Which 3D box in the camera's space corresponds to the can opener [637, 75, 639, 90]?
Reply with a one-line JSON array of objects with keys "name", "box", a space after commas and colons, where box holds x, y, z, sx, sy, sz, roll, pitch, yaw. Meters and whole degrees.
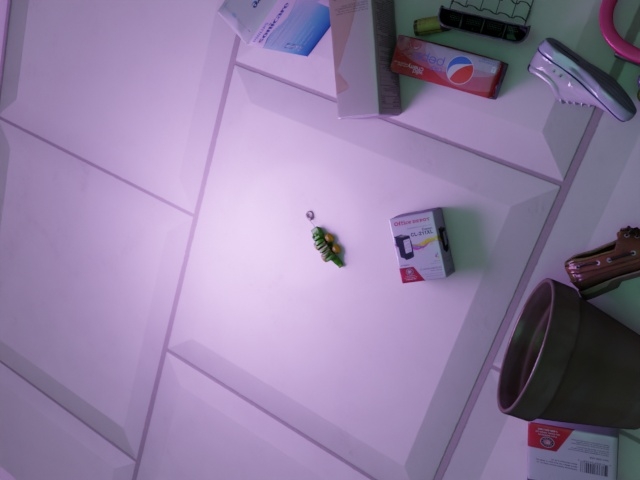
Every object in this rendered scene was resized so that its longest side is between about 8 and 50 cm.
[{"name": "can opener", "box": [0.702, -0.216, 1.326, 0.095, 0.076, 0.283, -13, 108, 43]}]

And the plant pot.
[{"name": "plant pot", "box": [0.583, 0.278, 1.409, 0.280, 0.323, 0.323, 20, 109, 8]}]

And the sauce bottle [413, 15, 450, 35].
[{"name": "sauce bottle", "box": [0.291, -0.525, 1.543, 0.128, 0.042, 0.042, -1, 99, 22]}]

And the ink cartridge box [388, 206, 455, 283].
[{"name": "ink cartridge box", "box": [0.261, 0.013, 1.646, 0.127, 0.072, 0.175, -11, 95, 31]}]

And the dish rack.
[{"name": "dish rack", "box": [0.401, -0.598, 1.434, 0.208, 0.074, 0.271, 18, 107, 13]}]

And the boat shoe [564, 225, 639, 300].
[{"name": "boat shoe", "box": [0.685, 0.022, 1.391, 0.307, 0.111, 0.104, -35, 83, 29]}]

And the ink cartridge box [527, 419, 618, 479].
[{"name": "ink cartridge box", "box": [0.608, 0.561, 1.535, 0.197, 0.114, 0.272, 3, 100, 28]}]

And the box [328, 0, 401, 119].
[{"name": "box", "box": [0.114, -0.464, 1.595, 0.121, 0.148, 0.311, 0, 98, 30]}]

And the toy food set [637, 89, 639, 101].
[{"name": "toy food set", "box": [0.727, -0.323, 1.353, 0.083, 0.020, 0.082, 29, 112, 22]}]

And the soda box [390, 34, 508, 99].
[{"name": "soda box", "box": [0.306, -0.418, 1.532, 0.263, 0.083, 0.092, 23, 110, 23]}]

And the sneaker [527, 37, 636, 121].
[{"name": "sneaker", "box": [0.574, -0.339, 1.407, 0.258, 0.094, 0.091, 47, 136, 18]}]

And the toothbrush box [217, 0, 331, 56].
[{"name": "toothbrush box", "box": [-0.079, -0.594, 1.588, 0.126, 0.295, 0.216, 49, 119, 12]}]

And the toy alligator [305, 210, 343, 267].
[{"name": "toy alligator", "box": [0.000, 0.000, 1.799, 0.056, 0.051, 0.189, -37, 81, 29]}]

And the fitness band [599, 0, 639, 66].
[{"name": "fitness band", "box": [0.723, -0.453, 1.300, 0.291, 0.054, 0.209, 28, 106, 22]}]
